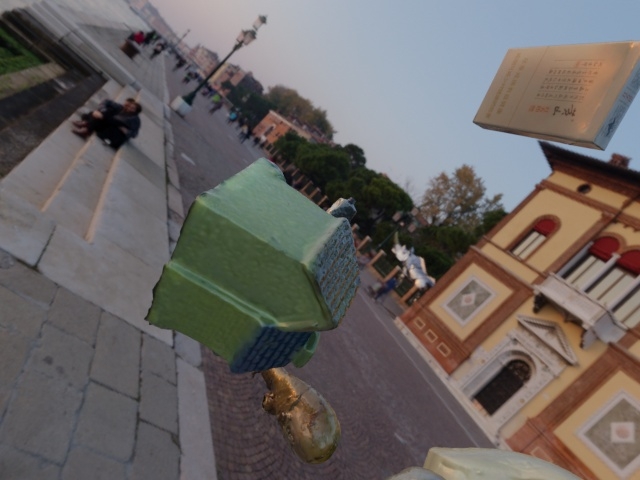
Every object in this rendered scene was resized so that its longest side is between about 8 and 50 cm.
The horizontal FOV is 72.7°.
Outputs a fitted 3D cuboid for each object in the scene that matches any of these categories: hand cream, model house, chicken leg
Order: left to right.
[{"bbox_3d":[-0.062,0.048,0.520,0.189,0.214,0.195,34,28,4],"label":"model house"},{"bbox_3d":[-0.046,0.255,0.685,0.207,0.085,0.101,42,-28,36],"label":"chicken leg"},{"bbox_3d":[0.000,0.000,0.989,0.052,0.248,0.075,26,-16,47],"label":"hand cream"}]

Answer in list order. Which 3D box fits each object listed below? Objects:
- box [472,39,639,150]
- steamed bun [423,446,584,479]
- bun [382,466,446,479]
[{"bbox_3d":[0.513,-0.330,0.970,0.051,0.205,0.365,19,13,-25],"label":"box"},{"bbox_3d":[0.448,0.695,1.015,0.455,0.371,0.290,12,-23,22],"label":"steamed bun"},{"bbox_3d":[0.125,0.432,0.654,0.113,0.173,0.167,2,-76,51],"label":"bun"}]
